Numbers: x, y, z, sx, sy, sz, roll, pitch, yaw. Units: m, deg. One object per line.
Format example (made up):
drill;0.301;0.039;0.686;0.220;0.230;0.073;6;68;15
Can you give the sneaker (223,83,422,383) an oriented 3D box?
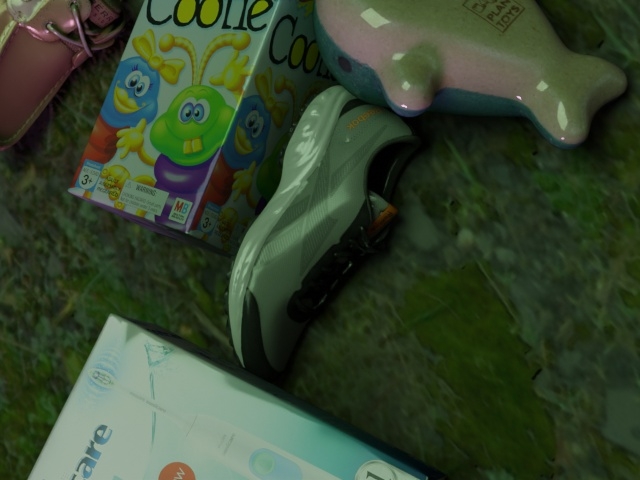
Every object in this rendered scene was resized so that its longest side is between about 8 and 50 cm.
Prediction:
sneaker;0.000;0.000;1.583;0.108;0.100;0.271;21;86;25

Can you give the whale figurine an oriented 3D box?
whale figurine;0.119;-0.158;1.554;0.272;0.141;0.216;32;52;12

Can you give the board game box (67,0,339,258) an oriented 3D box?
board game box;-0.086;-0.134;1.639;0.142;0.144;0.275;18;85;31

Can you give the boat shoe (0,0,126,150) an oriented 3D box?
boat shoe;-0.250;-0.235;1.771;0.110;0.122;0.341;22;85;32

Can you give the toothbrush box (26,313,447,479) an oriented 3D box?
toothbrush box;-0.079;0.220;1.493;0.296;0.126;0.216;27;89;14
